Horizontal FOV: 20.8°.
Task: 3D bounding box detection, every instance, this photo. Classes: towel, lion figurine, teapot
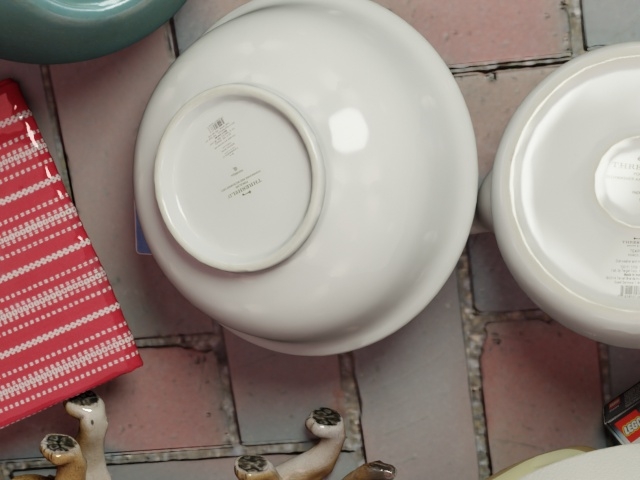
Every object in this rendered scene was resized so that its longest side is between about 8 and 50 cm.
[{"bbox_3d":[-0.293,0.020,1.489,0.198,0.031,0.275,-23,95,5],"label":"towel"},{"bbox_3d":[-0.142,0.262,1.549,0.392,0.142,0.240,9,119,-1],"label":"lion figurine"},{"bbox_3d":[0.262,-0.026,1.367,0.252,0.187,0.256,-42,72,3],"label":"teapot"}]

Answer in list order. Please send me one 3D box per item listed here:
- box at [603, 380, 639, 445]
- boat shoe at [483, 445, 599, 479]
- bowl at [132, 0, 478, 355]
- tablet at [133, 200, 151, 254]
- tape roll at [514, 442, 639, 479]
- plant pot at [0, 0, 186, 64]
[{"bbox_3d":[0.357,0.132,1.490,0.207,0.036,0.114,-38,102,19],"label":"box"},{"bbox_3d":[0.126,0.280,1.529,0.302,0.098,0.109,-23,127,12],"label":"boat shoe"},{"bbox_3d":[-0.036,-0.050,1.359,0.297,0.134,0.298,2,95,24],"label":"bowl"},{"bbox_3d":[-0.120,-0.012,1.509,0.083,0.006,0.054,3,112,7],"label":"tablet"},{"bbox_3d":[0.255,0.334,1.486,0.392,0.072,0.392,-6,128,-7],"label":"tape roll"},{"bbox_3d":[-0.188,-0.251,1.266,0.290,0.195,0.290,-8,114,-18],"label":"plant pot"}]
